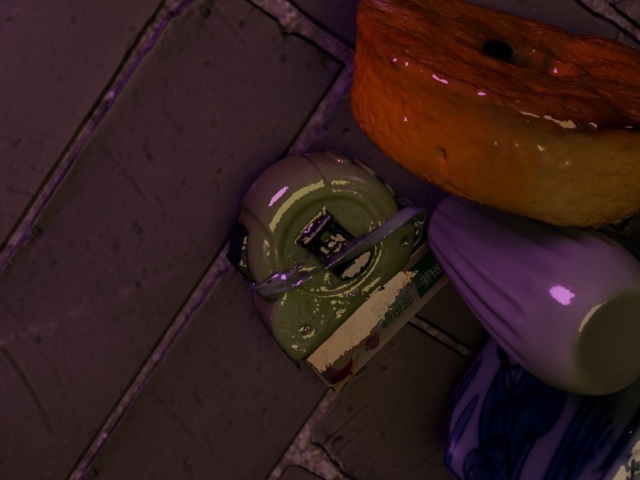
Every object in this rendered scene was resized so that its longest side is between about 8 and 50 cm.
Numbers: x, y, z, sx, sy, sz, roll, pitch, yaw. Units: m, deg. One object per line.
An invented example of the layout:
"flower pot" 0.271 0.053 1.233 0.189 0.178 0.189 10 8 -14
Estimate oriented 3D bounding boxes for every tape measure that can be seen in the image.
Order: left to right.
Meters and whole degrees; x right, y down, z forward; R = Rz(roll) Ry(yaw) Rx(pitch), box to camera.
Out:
"tape measure" 0.000 0.000 1.452 0.177 0.087 0.154 -41 114 -4

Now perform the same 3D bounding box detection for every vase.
"vase" 0.176 0.031 1.386 0.128 0.248 0.128 -13 119 -25

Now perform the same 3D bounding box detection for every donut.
"donut" 0.163 -0.108 1.372 0.303 0.303 0.110 8 115 -20

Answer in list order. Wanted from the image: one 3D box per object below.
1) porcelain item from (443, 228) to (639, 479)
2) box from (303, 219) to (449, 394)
"porcelain item" 0.254 0.150 1.474 0.157 0.286 0.281 30 99 -26
"box" 0.068 0.049 1.515 0.207 0.041 0.050 -45 111 0
